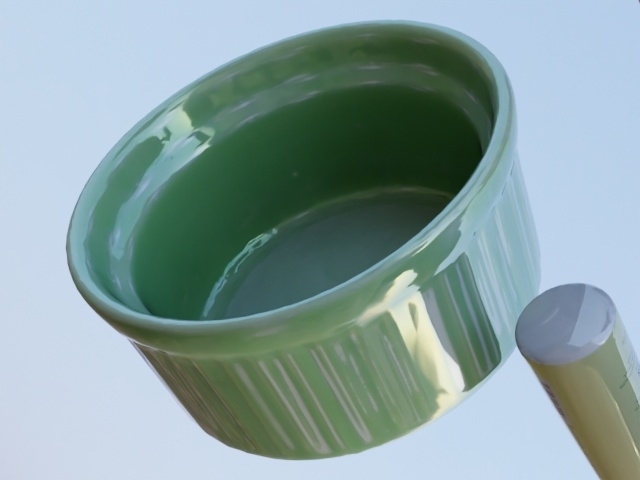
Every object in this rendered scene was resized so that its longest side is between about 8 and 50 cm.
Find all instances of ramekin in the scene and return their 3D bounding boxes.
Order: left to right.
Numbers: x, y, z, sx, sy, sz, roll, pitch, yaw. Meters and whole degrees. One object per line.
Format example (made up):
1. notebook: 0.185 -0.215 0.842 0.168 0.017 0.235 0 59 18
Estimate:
1. ramekin: 0.000 0.000 0.860 0.303 0.303 0.148 25 -31 47

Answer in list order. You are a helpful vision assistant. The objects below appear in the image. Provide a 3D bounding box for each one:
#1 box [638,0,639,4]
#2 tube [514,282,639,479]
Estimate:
1. box: 0.284 -0.201 0.797 0.142 0.154 0.300 -52 -135 46
2. tube: 0.190 0.123 0.805 0.062 0.070 0.240 23 -27 47
